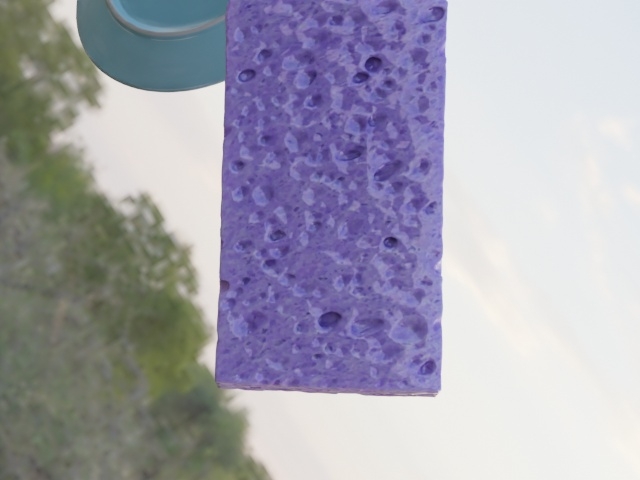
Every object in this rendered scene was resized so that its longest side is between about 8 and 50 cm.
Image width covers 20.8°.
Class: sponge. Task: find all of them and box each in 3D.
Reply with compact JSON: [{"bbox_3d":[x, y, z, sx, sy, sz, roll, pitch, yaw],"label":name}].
[{"bbox_3d":[0.006,-0.025,0.907,0.031,0.117,0.210,83,8,-81],"label":"sponge"}]

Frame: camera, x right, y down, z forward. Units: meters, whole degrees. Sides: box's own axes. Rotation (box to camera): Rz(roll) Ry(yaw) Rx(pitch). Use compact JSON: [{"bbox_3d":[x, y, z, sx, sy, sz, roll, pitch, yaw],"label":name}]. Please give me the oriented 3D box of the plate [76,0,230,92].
[{"bbox_3d":[-0.081,-0.182,1.152,0.188,0.188,0.024,51,-2,35],"label":"plate"}]
